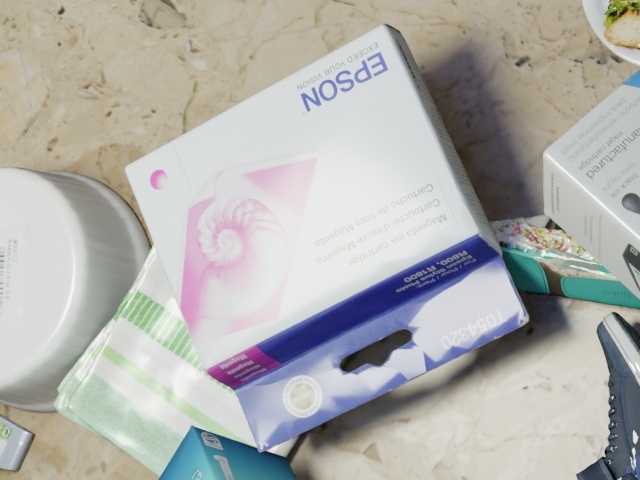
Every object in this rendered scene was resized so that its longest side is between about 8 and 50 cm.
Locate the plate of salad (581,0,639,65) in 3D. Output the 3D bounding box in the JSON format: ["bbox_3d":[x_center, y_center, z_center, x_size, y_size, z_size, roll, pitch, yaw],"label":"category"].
[{"bbox_3d":[0.355,-0.271,1.978,0.199,0.048,0.200,-5,79,25],"label":"plate of salad"}]

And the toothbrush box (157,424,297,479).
[{"bbox_3d":[-0.094,0.362,1.936,0.216,0.126,0.295,-59,29,17],"label":"toothbrush box"}]

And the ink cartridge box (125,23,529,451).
[{"bbox_3d":[0.000,0.000,1.983,0.324,0.071,0.330,-28,74,17],"label":"ink cartridge box"}]

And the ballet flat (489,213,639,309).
[{"bbox_3d":[0.243,0.015,1.973,0.241,0.091,0.077,12,56,22],"label":"ballet flat"}]

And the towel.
[{"bbox_3d":[-0.103,0.105,2.090,0.248,0.038,0.325,33,93,7],"label":"towel"}]

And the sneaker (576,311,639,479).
[{"bbox_3d":[0.277,0.197,1.910,0.163,0.086,0.226,-28,72,15],"label":"sneaker"}]

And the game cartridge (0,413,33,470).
[{"bbox_3d":[-0.370,0.227,2.243,0.083,0.017,0.056,25,96,26],"label":"game cartridge"}]

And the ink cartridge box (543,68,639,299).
[{"bbox_3d":[0.391,-0.026,1.835,0.223,0.129,0.307,-40,65,-13],"label":"ink cartridge box"}]

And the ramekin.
[{"bbox_3d":[-0.336,0.049,2.192,0.277,0.135,0.277,-5,79,24],"label":"ramekin"}]
